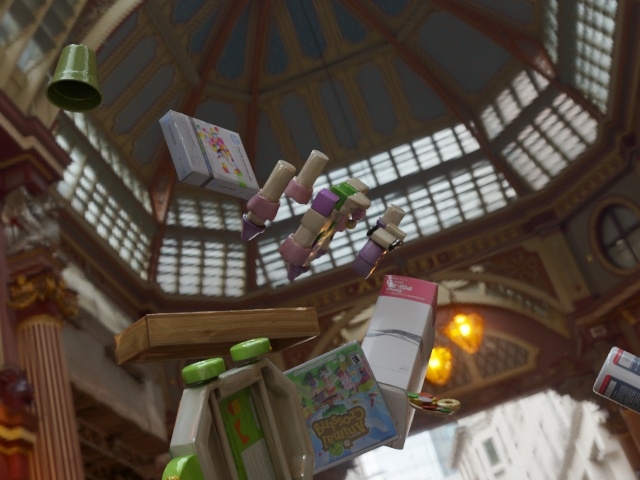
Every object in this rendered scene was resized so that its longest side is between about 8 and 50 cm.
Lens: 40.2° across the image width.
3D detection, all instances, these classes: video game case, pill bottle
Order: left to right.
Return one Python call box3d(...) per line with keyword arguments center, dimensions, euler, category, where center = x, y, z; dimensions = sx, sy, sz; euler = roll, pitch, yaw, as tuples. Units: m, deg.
box3d(center=(0.012, 0.312, 1.602), dimensions=(0.213, 0.193, 0.023), euler=(-26, -10, 11), category="video game case")
box3d(center=(0.675, 0.308, 1.826), dimensions=(0.108, 0.180, 0.108), euler=(-49, -26, -34), category="pill bottle")

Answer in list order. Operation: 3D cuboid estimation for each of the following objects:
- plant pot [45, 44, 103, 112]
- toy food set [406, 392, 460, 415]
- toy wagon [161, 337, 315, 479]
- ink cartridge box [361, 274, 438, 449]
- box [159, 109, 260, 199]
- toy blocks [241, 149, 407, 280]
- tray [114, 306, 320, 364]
box3d(center=(-0.362, -0.246, 1.303), dimensions=(0.083, 0.079, 0.083), euler=(-1, -27, 0), category="plant pot")
box3d(center=(0.189, 0.275, 1.478), dimensions=(0.083, 0.020, 0.083), euler=(16, 9, 40), category="toy food set")
box3d(center=(-0.112, 0.281, 1.130), dimensions=(0.068, 0.267, 0.344), euler=(-17, -1, 27), category="toy wagon")
box3d(center=(0.149, 0.242, 1.759), dimensions=(0.117, 0.283, 0.207), euler=(12, -45, 14), category="ink cartridge box")
box3d(center=(-0.208, -0.159, 1.663), dimensions=(0.038, 0.145, 0.186), euler=(-36, -29, 26), category="box")
box3d(center=(0.000, 0.000, 1.889), dimensions=(0.260, 0.309, 0.288), euler=(-58, -10, 19), category="toy blocks")
box3d(center=(-0.230, 0.211, 1.965), dimensions=(0.411, 0.076, 0.203), euler=(-1, -18, -34), category="tray")
